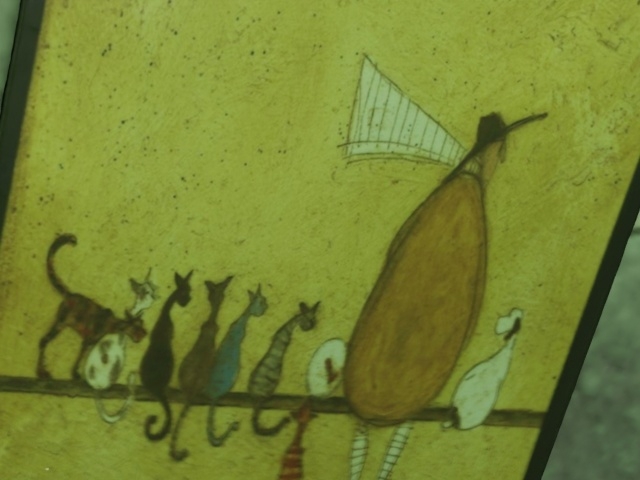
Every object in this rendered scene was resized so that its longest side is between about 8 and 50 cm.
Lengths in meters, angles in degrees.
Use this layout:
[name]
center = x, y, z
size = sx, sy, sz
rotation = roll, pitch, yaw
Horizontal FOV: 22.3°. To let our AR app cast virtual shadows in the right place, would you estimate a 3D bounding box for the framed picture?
[framed picture]
center = 0.000, 0.000, 0.618
size = 0.255, 0.014, 0.339
rotation = 7, 116, -19
